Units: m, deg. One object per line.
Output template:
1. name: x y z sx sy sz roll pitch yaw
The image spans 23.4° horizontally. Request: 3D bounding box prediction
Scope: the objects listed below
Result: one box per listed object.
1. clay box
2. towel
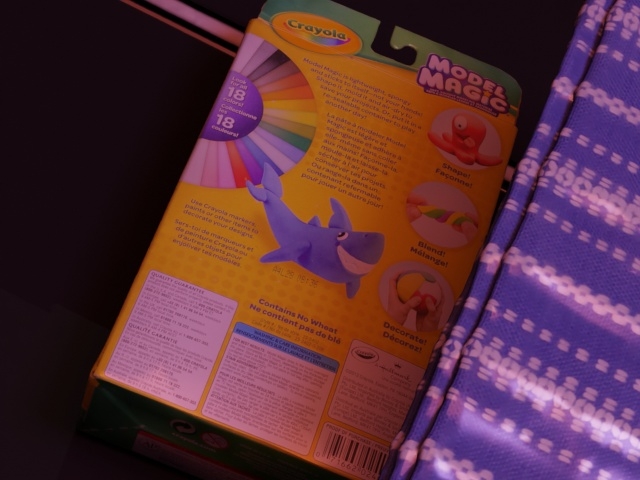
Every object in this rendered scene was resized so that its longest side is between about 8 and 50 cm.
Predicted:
1. clay box: 0.000 0.000 0.641 0.127 0.053 0.222 23 54 -2
2. towel: 0.161 0.045 0.500 0.243 0.040 0.336 27 59 1
